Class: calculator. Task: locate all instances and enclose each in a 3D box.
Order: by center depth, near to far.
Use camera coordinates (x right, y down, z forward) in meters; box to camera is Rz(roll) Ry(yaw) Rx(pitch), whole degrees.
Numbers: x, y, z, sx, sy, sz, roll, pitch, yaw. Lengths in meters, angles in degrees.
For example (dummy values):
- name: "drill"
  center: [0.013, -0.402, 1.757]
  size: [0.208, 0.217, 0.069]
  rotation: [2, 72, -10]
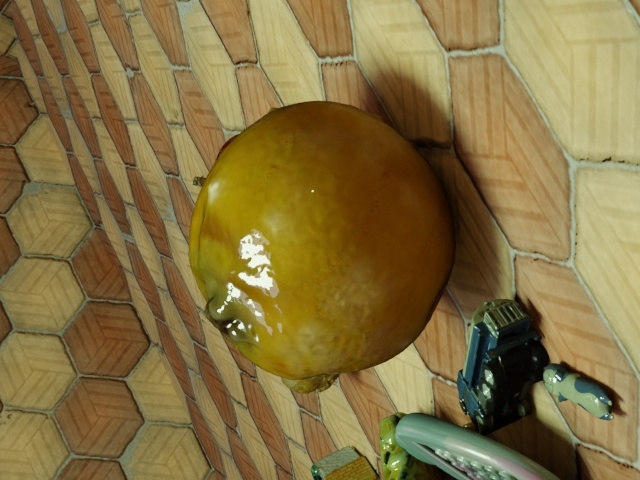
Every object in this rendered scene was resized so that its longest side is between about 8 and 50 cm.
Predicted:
- name: "calculator"
  center: [0.191, 0.268, 1.700]
  size: [0.185, 0.041, 0.299]
  rotation: [36, 166, -26]

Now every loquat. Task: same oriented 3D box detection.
- name: "loquat"
  center: [0.000, 0.000, 1.644]
  size: [0.328, 0.328, 0.328]
  rotation: [56, 160, 32]

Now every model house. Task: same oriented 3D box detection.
- name: "model house"
  center: [0.049, 0.427, 2.423]
  size: [0.100, 0.087, 0.101]
  rotation: [37, 149, 61]

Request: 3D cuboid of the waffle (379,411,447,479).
- name: "waffle"
  center: [0.151, 0.389, 1.932]
  size: [0.297, 0.073, 0.317]
  rotation: [-83, -30, -74]

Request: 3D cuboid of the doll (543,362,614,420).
- name: "doll"
  center: [0.274, 0.161, 1.492]
  size: [0.125, 0.027, 0.037]
  rotation: [-152, 49, -64]

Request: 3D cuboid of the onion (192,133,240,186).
- name: "onion"
  center: [-0.142, -0.091, 2.242]
  size: [0.150, 0.140, 0.150]
  rotation: [29, 128, 47]

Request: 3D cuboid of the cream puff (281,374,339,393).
- name: "cream puff"
  center: [-0.019, 0.162, 2.236]
  size: [0.150, 0.115, 0.165]
  rotation: [-2, 101, 65]

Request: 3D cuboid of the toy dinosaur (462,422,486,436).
- name: "toy dinosaur"
  center: [0.200, 0.334, 1.898]
  size: [0.212, 0.057, 0.142]
  rotation: [120, 133, -64]

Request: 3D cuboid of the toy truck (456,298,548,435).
- name: "toy truck"
  center: [0.201, 0.144, 1.613]
  size: [0.088, 0.074, 0.202]
  rotation: [57, 161, 31]
